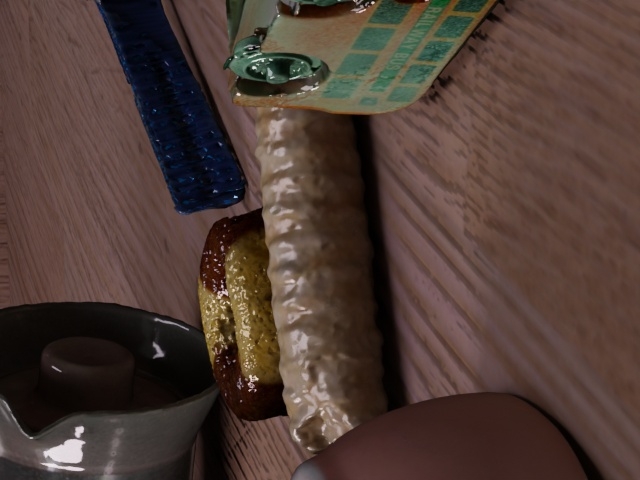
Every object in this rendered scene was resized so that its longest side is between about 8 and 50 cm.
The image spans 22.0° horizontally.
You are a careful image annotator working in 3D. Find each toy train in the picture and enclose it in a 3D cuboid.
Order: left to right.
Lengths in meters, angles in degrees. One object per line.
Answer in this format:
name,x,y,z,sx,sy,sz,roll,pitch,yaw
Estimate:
toy train,0.014,-0.111,0.669,0.188,0.099,0.072,128,137,-68

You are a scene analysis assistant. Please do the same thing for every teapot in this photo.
teapot,-0.174,0.231,1.233,0.300,0.253,0.344,-48,-32,-68

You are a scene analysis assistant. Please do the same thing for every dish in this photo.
dish,0.027,0.160,0.640,0.213,0.090,0.213,-172,90,-74

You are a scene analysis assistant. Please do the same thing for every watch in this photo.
watch,-0.111,-0.179,1.166,0.274,0.068,0.276,-150,57,-65

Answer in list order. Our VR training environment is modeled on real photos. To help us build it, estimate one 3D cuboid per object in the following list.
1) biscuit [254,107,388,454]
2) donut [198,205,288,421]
biscuit,0.000,0.000,0.826,0.061,0.055,0.219,-18,77,63
donut,-0.032,0.041,0.950,0.140,0.059,0.140,172,90,-74
